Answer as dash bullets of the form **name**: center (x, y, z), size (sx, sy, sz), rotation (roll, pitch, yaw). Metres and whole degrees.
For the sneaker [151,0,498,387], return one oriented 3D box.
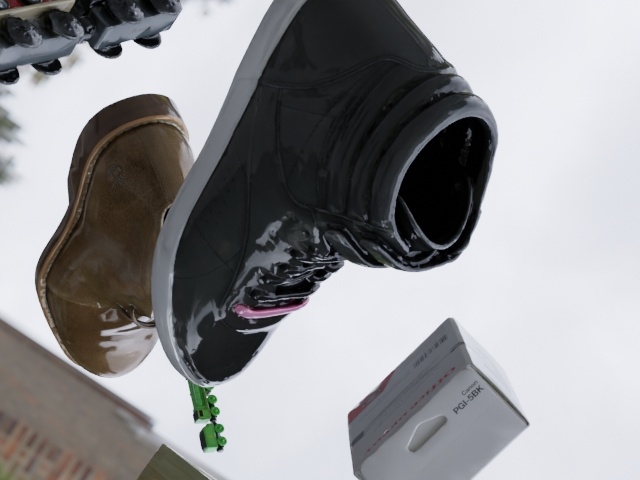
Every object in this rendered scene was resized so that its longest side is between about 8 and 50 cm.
- **sneaker**: center (0.000, 0.000, 1.062), size (0.147, 0.105, 0.295), rotation (45, -53, 32)

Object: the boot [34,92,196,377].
- **boot**: center (-0.142, 0.033, 1.402), size (0.115, 0.112, 0.305), rotation (61, -26, 29)

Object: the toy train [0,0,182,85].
- **toy train**: center (-0.109, -0.074, 0.649), size (0.158, 0.036, 0.027), rotation (-23, 157, -50)

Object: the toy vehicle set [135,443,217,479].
- **toy vehicle set**: center (0.017, 0.230, 1.134), size (0.267, 0.166, 0.035), rotation (32, -98, 38)

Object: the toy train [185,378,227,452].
- **toy train**: center (-0.102, 0.150, 1.647), size (0.017, 0.024, 0.083), rotation (124, -42, -50)

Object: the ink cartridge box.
- **ink cartridge box**: center (0.071, 0.112, 1.161), size (0.099, 0.056, 0.135), rotation (-44, -172, 7)
